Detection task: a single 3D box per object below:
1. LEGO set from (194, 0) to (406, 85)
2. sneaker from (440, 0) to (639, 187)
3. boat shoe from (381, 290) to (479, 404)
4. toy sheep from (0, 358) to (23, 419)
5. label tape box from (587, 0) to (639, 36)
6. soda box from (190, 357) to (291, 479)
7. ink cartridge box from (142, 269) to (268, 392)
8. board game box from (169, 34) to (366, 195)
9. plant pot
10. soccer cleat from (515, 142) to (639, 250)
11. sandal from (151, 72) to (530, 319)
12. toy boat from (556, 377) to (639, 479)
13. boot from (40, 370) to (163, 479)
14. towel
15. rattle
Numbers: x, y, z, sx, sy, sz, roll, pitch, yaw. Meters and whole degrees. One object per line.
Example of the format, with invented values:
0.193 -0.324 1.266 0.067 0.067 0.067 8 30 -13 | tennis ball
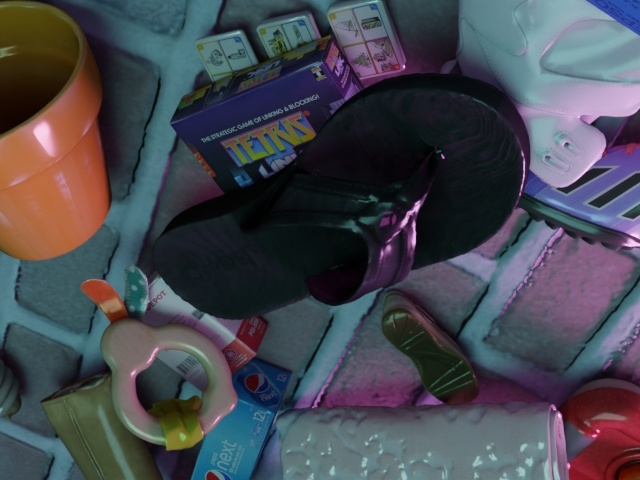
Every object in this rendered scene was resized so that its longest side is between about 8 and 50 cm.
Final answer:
-0.047 -0.236 0.870 0.183 0.060 0.244 -9 133 21 | LEGO set
0.267 -0.144 0.784 0.366 0.137 0.210 17 129 9 | sneaker
0.116 0.114 1.072 0.056 0.048 0.153 -35 117 21 | boat shoe
-0.419 0.176 1.241 0.091 0.091 0.132 -26 133 30 | toy sheep
0.215 -0.330 0.632 0.241 0.106 0.333 34 86 1 | label tape box
-0.099 0.234 1.197 0.067 0.071 0.210 23 128 2 | soda box
-0.142 0.090 1.114 0.135 0.056 0.099 41 125 -13 | ink cartridge box
-0.029 -0.095 0.939 0.170 0.048 0.141 -18 127 29 | board game box
-0.288 -0.087 0.956 0.205 0.205 0.188 2 141 15 | plant pot
0.310 -0.048 0.864 0.318 0.108 0.116 13 114 5 | soccer cleat
0.001 0.002 0.893 0.167 0.107 0.446 43 138 -19 | sandal
0.332 0.257 1.038 0.231 0.151 0.151 29 128 -5 | toy boat
-0.200 0.280 1.181 0.236 0.089 0.269 -22 94 37 | boot
0.107 0.333 1.086 0.332 0.053 0.316 -7 86 30 | towel
-0.181 0.124 1.094 0.130 0.143 0.199 -42 90 2 | rattle
